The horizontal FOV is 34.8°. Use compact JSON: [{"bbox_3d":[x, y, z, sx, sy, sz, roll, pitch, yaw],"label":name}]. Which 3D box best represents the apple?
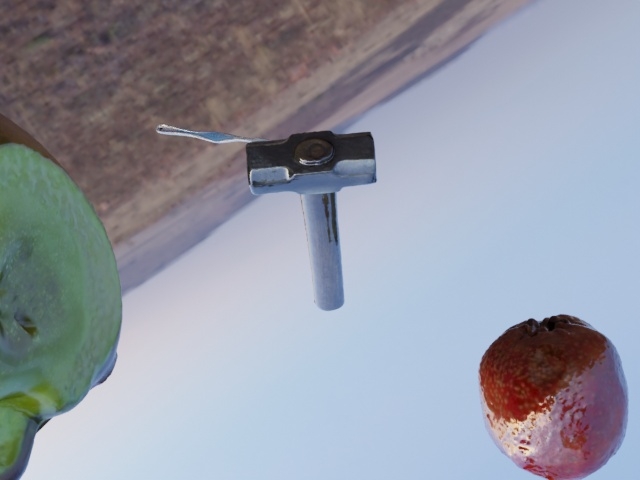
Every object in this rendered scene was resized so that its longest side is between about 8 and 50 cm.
[{"bbox_3d":[-0.345,0.062,0.865,0.374,0.374,0.384,-34,-157,-11],"label":"apple"}]

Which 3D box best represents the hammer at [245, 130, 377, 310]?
[{"bbox_3d":[0.000,0.000,1.020,0.111,0.043,0.365,-5,155,1],"label":"hammer"}]

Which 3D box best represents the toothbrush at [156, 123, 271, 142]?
[{"bbox_3d":[-0.130,-0.126,1.228,0.162,0.014,0.017,11,168,22],"label":"toothbrush"}]

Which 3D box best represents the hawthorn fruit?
[{"bbox_3d":[0.308,0.227,1.346,0.205,0.253,0.205,-7,-171,1],"label":"hawthorn fruit"}]
